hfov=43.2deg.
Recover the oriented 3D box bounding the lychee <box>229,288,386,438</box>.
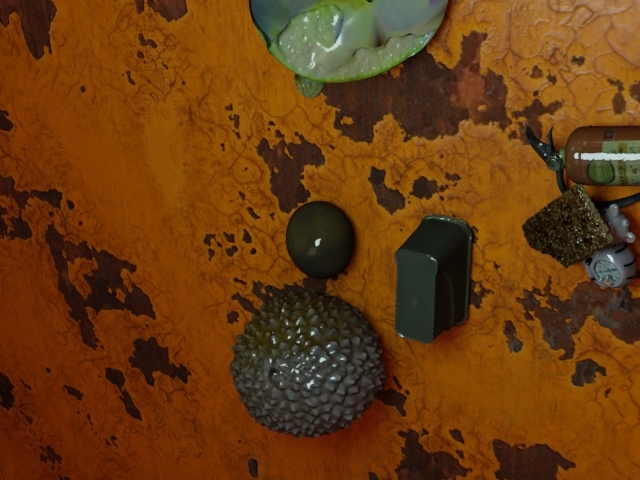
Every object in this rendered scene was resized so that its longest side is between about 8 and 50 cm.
[{"bbox_3d":[-0.034,0.298,1.985,0.380,0.432,0.381,-4,77,20],"label":"lychee"}]

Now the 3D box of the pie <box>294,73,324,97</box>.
[{"bbox_3d":[-0.025,-0.369,1.854,0.085,0.017,0.085,15,120,28],"label":"pie"}]

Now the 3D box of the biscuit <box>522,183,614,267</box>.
[{"bbox_3d":[0.482,-0.014,1.612,0.131,0.026,0.237,66,159,13],"label":"biscuit"}]

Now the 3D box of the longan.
[{"bbox_3d":[0.000,0.000,1.938,0.189,0.189,0.189,15,121,27],"label":"longan"}]

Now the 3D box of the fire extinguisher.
[{"bbox_3d":[0.579,-0.129,1.513,0.375,0.113,0.200,6,117,31],"label":"fire extinguisher"}]

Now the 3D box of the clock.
[{"bbox_3d":[0.575,0.014,1.593,0.117,0.080,0.176,-13,107,59],"label":"clock"}]

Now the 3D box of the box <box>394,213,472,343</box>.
[{"bbox_3d":[0.244,0.097,1.815,0.138,0.178,0.274,13,119,29],"label":"box"}]

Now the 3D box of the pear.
[{"bbox_3d":[0.043,-0.513,1.581,0.398,0.165,0.399,-7,122,-11],"label":"pear"}]
